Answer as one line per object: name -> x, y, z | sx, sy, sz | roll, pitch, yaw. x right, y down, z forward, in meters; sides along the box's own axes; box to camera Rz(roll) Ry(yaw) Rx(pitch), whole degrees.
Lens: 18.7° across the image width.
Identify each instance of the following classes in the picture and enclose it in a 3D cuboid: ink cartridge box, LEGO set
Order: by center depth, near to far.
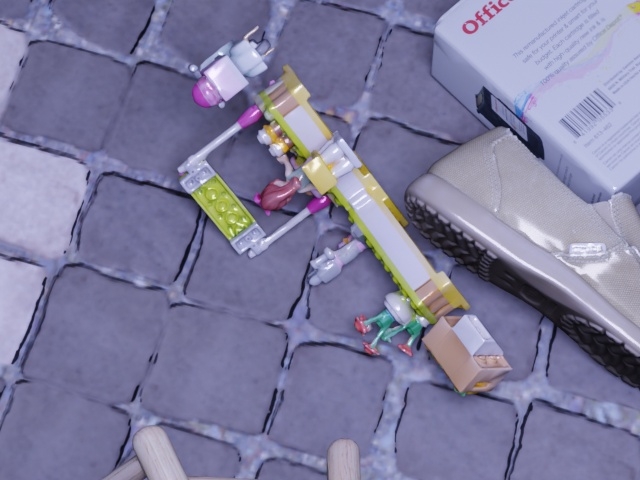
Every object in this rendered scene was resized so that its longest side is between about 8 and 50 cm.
LEGO set -> 0.000, 0.000, 1.287 | 0.107, 0.132, 0.287 | -37, 93, 3
ink cartridge box -> 0.180, -0.114, 1.348 | 0.127, 0.072, 0.175 | -40, 71, -15

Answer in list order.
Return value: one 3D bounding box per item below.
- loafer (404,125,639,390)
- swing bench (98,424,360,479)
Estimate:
loafer -> 0.183, 0.018, 1.252 | 0.268, 0.102, 0.092 | 35, 80, -1
swing bench -> -0.081, 0.268, 1.063 | 0.165, 0.253, 0.254 | 9, 57, -42
